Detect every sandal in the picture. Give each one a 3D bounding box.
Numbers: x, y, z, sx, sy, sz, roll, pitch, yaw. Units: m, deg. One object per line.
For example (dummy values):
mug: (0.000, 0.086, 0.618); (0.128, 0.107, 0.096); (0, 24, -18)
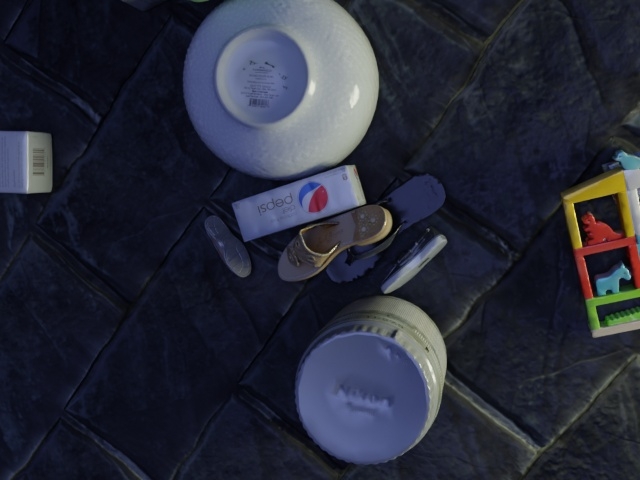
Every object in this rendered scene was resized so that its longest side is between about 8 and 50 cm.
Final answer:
sandal: (0.098, -0.025, 1.312); (0.254, 0.054, 0.097); (-43, 86, 12)
sandal: (-0.001, -0.006, 1.289); (0.240, 0.079, 0.088); (-25, 62, 29)

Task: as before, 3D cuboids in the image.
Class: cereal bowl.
cereal bowl: (-0.077, -0.266, 1.286); (0.339, 0.141, 0.339); (1, 94, 11)

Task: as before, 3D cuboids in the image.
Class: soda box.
soda box: (-0.036, -0.064, 1.324); (0.216, 0.069, 0.074); (-17, 91, 17)

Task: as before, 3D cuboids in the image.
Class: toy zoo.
toy zoo: (0.494, -0.001, 1.212); (0.192, 0.030, 0.293); (-14, 105, 12)

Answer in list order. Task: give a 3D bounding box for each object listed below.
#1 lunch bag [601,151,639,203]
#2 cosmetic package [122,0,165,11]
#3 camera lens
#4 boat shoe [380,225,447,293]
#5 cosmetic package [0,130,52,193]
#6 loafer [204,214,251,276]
lunch bag: (0.501, -0.103, 1.224); (0.083, 0.053, 0.071); (-19, 95, 6)
cosmetic package: (-0.340, -0.602, 1.275); (0.156, 0.217, 0.385); (-20, 88, 12)
camera lens: (0.085, 0.211, 1.223); (0.219, 0.274, 0.219); (1, 95, 12)
boat shoe: (0.152, 0.033, 1.315); (0.142, 0.049, 0.040); (-43, 67, 10)
cosmetic package: (-0.624, -0.147, 1.438); (0.231, 0.085, 0.117); (4, 95, 13)
loafer: (-0.166, 0.012, 1.384); (0.045, 0.039, 0.125); (-33, 91, -21)
